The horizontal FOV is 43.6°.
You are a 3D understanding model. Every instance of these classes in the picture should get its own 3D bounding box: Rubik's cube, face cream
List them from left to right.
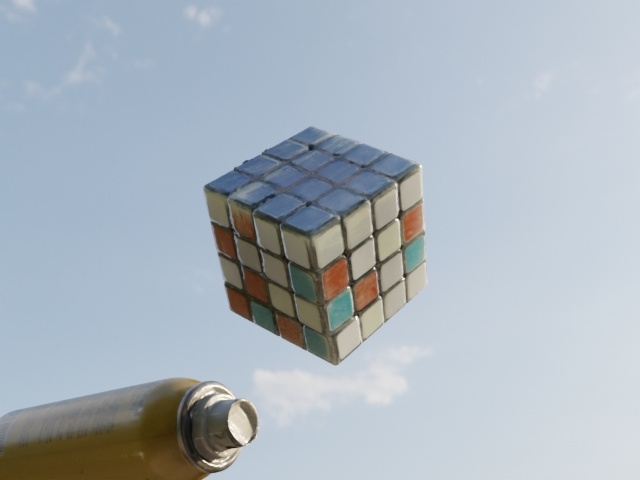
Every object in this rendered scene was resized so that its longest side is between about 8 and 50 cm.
[{"bbox_3d":[-0.205,0.204,0.816,0.348,0.105,0.105,-17,-33,34],"label":"face cream"},{"bbox_3d":[-0.001,-0.001,1.291,0.256,0.259,0.253,24,-43,38],"label":"Rubik's cube"}]
